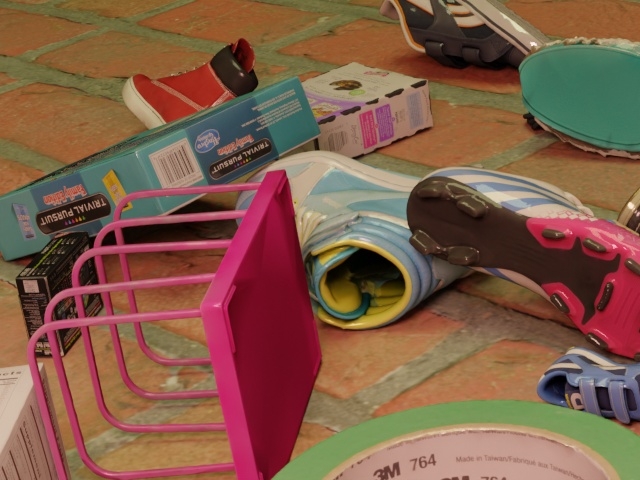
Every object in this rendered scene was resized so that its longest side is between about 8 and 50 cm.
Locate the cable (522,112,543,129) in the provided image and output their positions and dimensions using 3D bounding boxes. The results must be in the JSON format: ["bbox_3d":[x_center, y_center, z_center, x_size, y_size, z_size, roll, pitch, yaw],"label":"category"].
[{"bbox_3d":[0.354,-0.176,2.119,0.184,0.047,0.150,7,28,33],"label":"cable"}]

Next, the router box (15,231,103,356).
[{"bbox_3d":[-0.274,0.055,1.745,0.038,0.092,0.122,-2,23,16],"label":"router box"}]

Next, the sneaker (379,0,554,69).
[{"bbox_3d":[0.215,-0.299,2.388,0.321,0.127,0.126,43,16,35],"label":"sneaker"}]

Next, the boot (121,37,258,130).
[{"bbox_3d":[-0.170,-0.213,2.242,0.176,0.088,0.244,-52,34,3],"label":"boot"}]

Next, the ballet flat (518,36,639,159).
[{"bbox_3d":[0.438,-0.159,1.974,0.408,0.147,0.147,12,30,32],"label":"ballet flat"}]

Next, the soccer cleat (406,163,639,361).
[{"bbox_3d":[0.240,0.004,1.574,0.331,0.116,0.143,28,32,28],"label":"soccer cleat"}]

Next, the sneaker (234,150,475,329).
[{"bbox_3d":[0.000,0.000,1.732,0.319,0.127,0.208,6,26,34],"label":"sneaker"}]

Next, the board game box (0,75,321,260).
[{"bbox_3d":[-0.201,-0.080,1.925,0.253,0.079,0.336,-29,10,-40],"label":"board game box"}]

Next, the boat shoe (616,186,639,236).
[{"bbox_3d":[0.409,-0.047,1.752,0.223,0.080,0.073,-25,59,-32],"label":"boat shoe"}]

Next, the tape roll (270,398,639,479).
[{"bbox_3d":[0.107,0.226,1.216,0.321,0.077,0.321,-8,23,4],"label":"tape roll"}]

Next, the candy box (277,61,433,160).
[{"bbox_3d":[0.023,-0.166,2.189,0.196,0.070,0.165,-24,26,-30],"label":"candy box"}]

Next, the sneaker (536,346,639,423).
[{"bbox_3d":[0.247,0.132,1.420,0.059,0.053,0.144,-24,18,-33],"label":"sneaker"}]

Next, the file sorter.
[{"bbox_3d":[-0.123,0.090,1.463,0.182,0.202,0.291,-5,23,12],"label":"file sorter"}]

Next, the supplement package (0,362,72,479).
[{"bbox_3d":[-0.295,0.216,1.314,0.139,0.134,0.244,-6,23,8],"label":"supplement package"}]

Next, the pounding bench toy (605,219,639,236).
[{"bbox_3d":[0.273,0.020,1.656,0.083,0.065,0.052,-16,24,-16],"label":"pounding bench toy"}]
